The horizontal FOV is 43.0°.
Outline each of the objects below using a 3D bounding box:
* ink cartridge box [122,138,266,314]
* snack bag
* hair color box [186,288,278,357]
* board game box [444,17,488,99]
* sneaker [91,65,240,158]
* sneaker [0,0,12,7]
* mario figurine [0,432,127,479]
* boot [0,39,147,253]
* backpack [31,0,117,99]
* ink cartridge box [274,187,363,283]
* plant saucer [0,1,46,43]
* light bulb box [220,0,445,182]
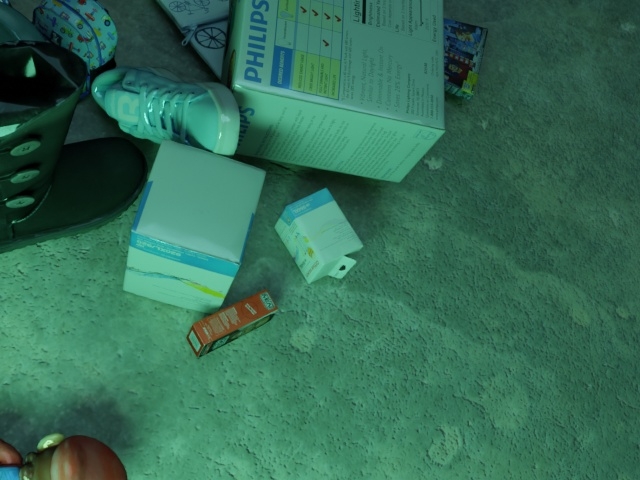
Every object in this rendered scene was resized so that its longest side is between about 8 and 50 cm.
[{"bbox_3d":[-0.206,-0.012,1.291,0.168,0.233,0.171,17,61,-9],"label":"ink cartridge box"},{"bbox_3d":[-0.144,-0.460,1.616,0.323,0.037,0.343,-27,69,-28],"label":"snack bag"},{"bbox_3d":[-0.145,0.136,1.334,0.141,0.072,0.043,-25,75,-27],"label":"hair color box"},{"bbox_3d":[0.247,-0.405,1.739,0.194,0.060,0.194,22,61,-7],"label":"board game box"},{"bbox_3d":[-0.267,-0.205,1.329,0.150,0.366,0.135,-9,111,-35],"label":"sneaker"},{"bbox_3d":[-0.628,-0.436,1.448,0.190,0.071,0.083,38,65,10],"label":"sneaker"},{"bbox_3d":[-0.429,0.360,1.123,0.320,0.170,0.198,-7,104,-11],"label":"mario figurine"},{"bbox_3d":[-0.388,-0.143,1.164,0.367,0.445,0.146,-30,78,-29],"label":"boot"},{"bbox_3d":[-0.432,-0.351,1.407,0.158,0.173,0.117,38,59,0],"label":"backpack"},{"bbox_3d":[0.000,0.000,1.438,0.089,0.092,0.143,-25,75,-27],"label":"ink cartridge box"},{"bbox_3d":[-0.589,-0.254,1.313,0.317,0.044,0.318,1,85,-8],"label":"plant saucer"},{"bbox_3d":[0.015,-0.328,1.448,0.360,0.225,0.358,9,66,-14],"label":"light bulb box"}]
